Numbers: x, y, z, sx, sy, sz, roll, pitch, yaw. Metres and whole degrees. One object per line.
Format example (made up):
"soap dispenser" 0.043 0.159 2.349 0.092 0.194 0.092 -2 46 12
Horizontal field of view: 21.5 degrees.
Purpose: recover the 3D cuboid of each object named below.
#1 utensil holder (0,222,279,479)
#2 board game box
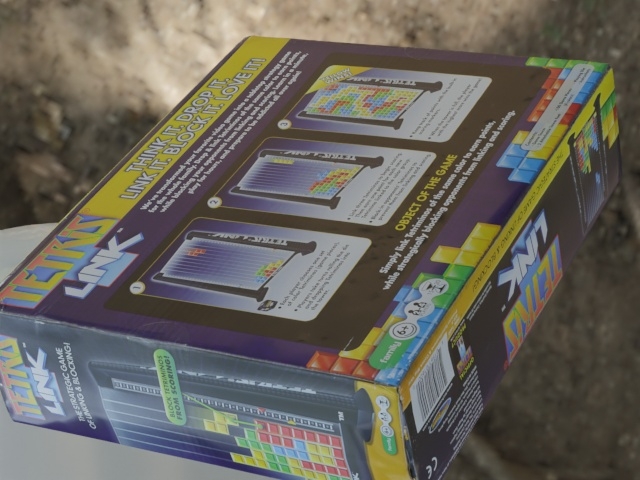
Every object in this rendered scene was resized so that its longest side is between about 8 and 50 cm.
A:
"utensil holder" -0.097 0.235 0.769 0.327 0.385 0.328 -6 131 -7
"board game box" 0.000 0.000 0.527 0.141 0.170 0.048 8 128 29
